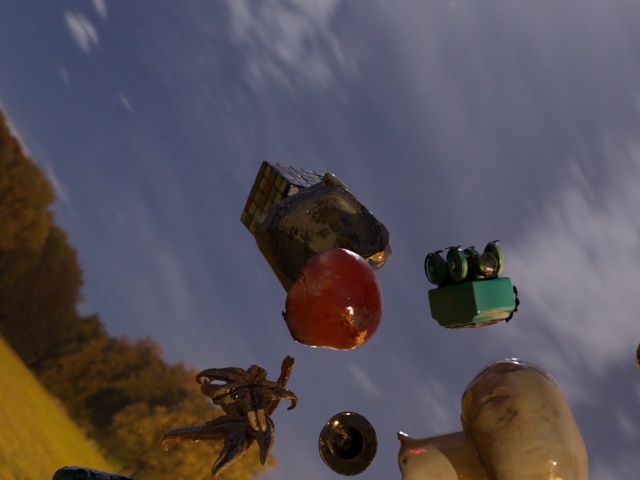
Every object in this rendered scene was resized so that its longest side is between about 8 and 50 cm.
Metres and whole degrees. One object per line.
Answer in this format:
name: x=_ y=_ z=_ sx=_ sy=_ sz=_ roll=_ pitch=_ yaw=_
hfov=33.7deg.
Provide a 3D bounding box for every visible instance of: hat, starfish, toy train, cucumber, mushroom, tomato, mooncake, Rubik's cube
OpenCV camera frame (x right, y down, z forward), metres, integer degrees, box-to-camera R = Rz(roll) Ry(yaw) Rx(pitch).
hat: x=0.046 y=0.368 z=1.928 sx=0.121 sy=0.121 sz=0.050 roll=56 pitch=-6 yaw=-10
starfish: x=-0.143 y=0.279 z=1.999 sx=0.190 sy=0.146 sz=0.074 roll=26 pitch=-52 yaw=19
toy train: x=0.287 y=0.090 z=2.053 sx=0.203 sy=0.112 sz=0.162 roll=159 pitch=-77 yaw=-68
cucumber: x=-0.367 y=0.411 z=1.763 sx=0.056 sy=0.056 sz=0.284 roll=46 pitch=0 yaw=23
mushroom: x=0.319 y=0.389 z=1.969 sx=0.314 sy=0.336 sz=0.314 roll=-15 pitch=90 yaw=-77
tomato: x=0.049 y=0.120 z=2.016 sx=0.112 sy=0.228 sz=0.199 roll=22 pitch=-70 yaw=46
starfish: x=-0.170 y=0.372 z=2.257 sx=0.375 sy=0.327 sz=0.094 roll=21 pitch=-32 yaw=54
mooncake: x=0.000 y=-0.002 z=2.278 sx=0.250 sy=0.254 sz=0.136 roll=53 pitch=-6 yaw=17
Rubik's cube: x=-0.069 y=-0.076 z=2.655 sx=0.187 sy=0.184 sz=0.182 roll=12 pitch=20 yaw=-29

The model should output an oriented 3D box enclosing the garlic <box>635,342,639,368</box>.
garlic: x=0.642 y=0.200 z=1.991 sx=0.084 sy=0.066 sz=0.152 roll=17 pitch=-40 yaw=23
